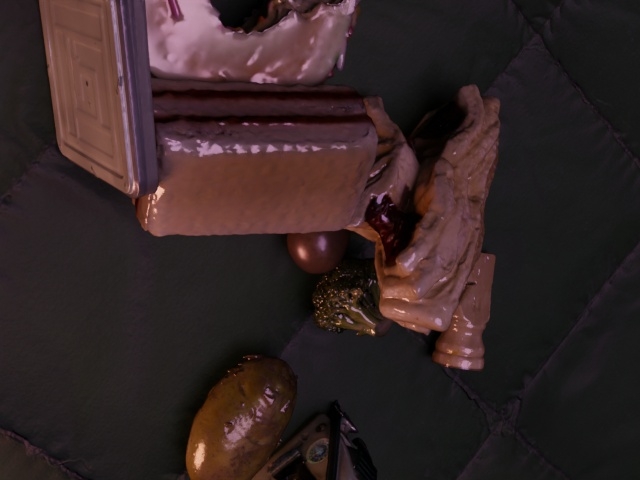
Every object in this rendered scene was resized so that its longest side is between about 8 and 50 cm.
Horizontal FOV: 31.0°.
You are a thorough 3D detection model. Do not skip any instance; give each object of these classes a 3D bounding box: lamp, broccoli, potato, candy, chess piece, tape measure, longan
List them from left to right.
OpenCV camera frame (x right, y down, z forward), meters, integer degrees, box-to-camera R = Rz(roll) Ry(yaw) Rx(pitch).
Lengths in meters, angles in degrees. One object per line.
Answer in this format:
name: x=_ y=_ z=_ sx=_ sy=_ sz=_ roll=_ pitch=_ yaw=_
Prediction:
lamp: x=-0.281 y=-0.207 z=1.451 sx=0.047 sy=0.269 sz=0.266 roll=-15 pitch=113 yaw=-29
potato: x=-0.127 y=0.289 z=1.805 sx=0.149 sy=0.113 sz=0.251 roll=22 pitch=104 yaw=-41
candy: x=-0.091 y=-0.107 z=1.529 sx=0.320 sy=0.135 sz=0.179 roll=0 pitch=139 yaw=-24
tape measure: x=-0.004 y=0.389 z=1.853 sx=0.235 sy=0.207 sz=0.115 roll=-42 pitch=119 yaw=-9
longan: x=0.000 y=0.000 z=1.788 sx=0.113 sy=0.092 sz=0.113 roll=8 pitch=79 yaw=-47
broccoli: x=0.053 y=0.090 z=1.816 sx=0.146 sy=0.138 sz=0.162 roll=-43 pitch=154 yaw=-11
chess piece: x=0.250 y=0.118 z=1.986 sx=0.090 sy=0.090 sz=0.200 roll=8 pitch=91 yaw=-31

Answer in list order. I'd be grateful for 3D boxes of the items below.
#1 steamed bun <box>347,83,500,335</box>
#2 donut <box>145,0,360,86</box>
steamed bun: x=0.115 y=-0.079 z=1.726 sx=0.189 sy=0.247 sz=0.428 roll=49 pitch=49 yaw=-36
donut: x=-0.141 y=-0.314 z=1.560 sx=0.371 sy=0.150 sz=0.307 roll=31 pitch=93 yaw=-31
